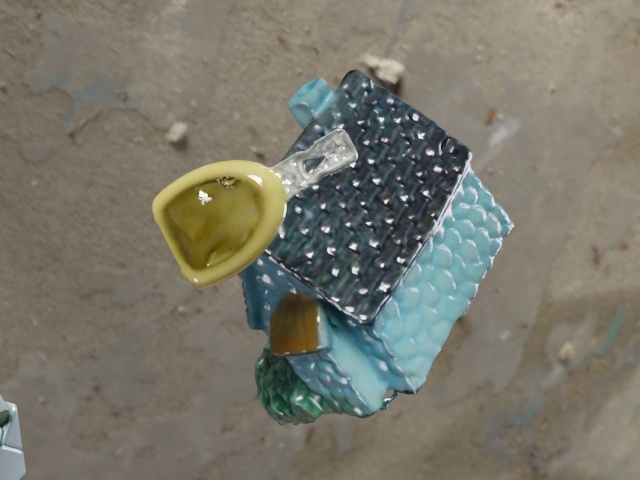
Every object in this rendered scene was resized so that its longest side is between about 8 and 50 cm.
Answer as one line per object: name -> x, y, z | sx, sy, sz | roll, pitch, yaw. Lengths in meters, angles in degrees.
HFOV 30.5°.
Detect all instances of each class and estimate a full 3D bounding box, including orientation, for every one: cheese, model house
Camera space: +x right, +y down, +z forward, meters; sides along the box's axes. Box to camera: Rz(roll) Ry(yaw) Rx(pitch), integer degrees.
cheese -> -0.045, -0.033, 0.886 | 0.162, 0.086, 0.036 | -29, 171, 13
model house -> 0.000, 0.000, 1.110 | 0.241, 0.225, 0.261 | 53, 51, -26

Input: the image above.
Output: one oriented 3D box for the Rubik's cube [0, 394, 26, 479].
Rubik's cube -> -0.552, 0.286, 1.692 | 0.213, 0.224, 0.265 | 46, 51, -66
